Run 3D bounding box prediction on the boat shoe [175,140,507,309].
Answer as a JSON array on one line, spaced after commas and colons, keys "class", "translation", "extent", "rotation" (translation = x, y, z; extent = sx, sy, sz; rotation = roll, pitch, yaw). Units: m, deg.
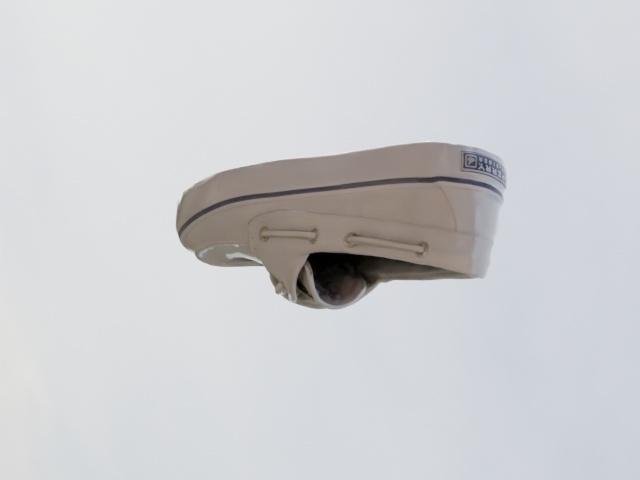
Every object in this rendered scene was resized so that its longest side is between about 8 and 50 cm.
[{"class": "boat shoe", "translation": [0.000, 0.000, 1.147], "extent": [0.258, 0.095, 0.084], "rotation": [-11, -112, 49]}]
